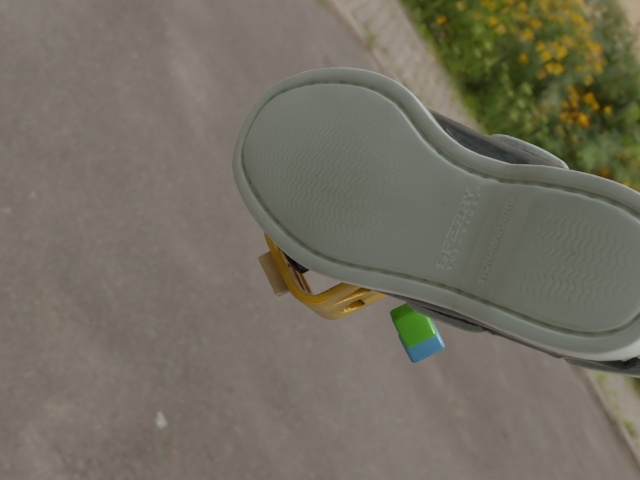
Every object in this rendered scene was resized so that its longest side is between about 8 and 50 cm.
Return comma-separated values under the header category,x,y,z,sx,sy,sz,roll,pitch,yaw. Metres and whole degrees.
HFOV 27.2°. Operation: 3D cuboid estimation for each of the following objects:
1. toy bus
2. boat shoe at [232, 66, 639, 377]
category,x,y,z,sx,sy,sz,roll,pitch,yaw
toy bus,0.004,0.007,1.078,0.202,0.104,0.191,60,5,-31
boat shoe,0.072,-0.006,0.689,0.302,0.114,0.091,33,5,43
